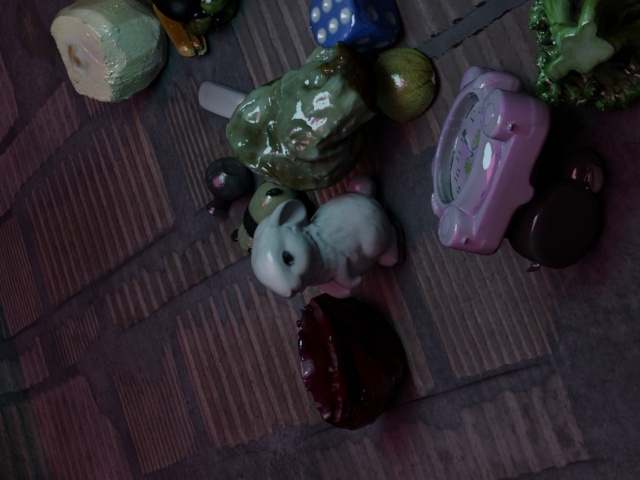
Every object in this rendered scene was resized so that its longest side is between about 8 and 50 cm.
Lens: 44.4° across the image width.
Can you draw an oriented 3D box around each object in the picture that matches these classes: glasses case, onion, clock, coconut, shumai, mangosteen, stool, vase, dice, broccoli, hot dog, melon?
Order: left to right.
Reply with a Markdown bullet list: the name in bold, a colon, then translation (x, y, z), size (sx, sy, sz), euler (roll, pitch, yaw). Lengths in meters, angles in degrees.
- **coconut**: translation (-0.566, -0.544, 2.153), size (0.297, 0.254, 0.297), euler (22, 130, 28)
- **hot dog**: translation (-0.375, -0.580, 2.083), size (0.235, 0.092, 0.062), euler (56, 149, 19)
- **mangosteen**: translation (-0.314, -0.629, 1.952), size (0.243, 0.243, 0.242), euler (8, 102, 42)
- **vase**: translation (-0.248, -0.132, 2.032), size (0.120, 0.120, 0.183), euler (57, 145, 21)
- **glasses case**: translation (-0.247, -0.360, 2.027), size (0.193, 0.049, 0.074), euler (26, 114, 39)
- **shumai**: translation (-0.019, -0.282, 1.605), size (0.263, 0.304, 0.309), euler (120, 150, -50)
- **dice**: translation (0.072, -0.466, 1.649), size (0.143, 0.146, 0.146), euler (-28, 73, 45)
- **onion**: translation (0.075, 0.260, 1.691), size (0.146, 0.280, 0.314), euler (-14, 87, 29)
- **melon**: translation (0.170, -0.328, 1.620), size (0.128, 0.079, 0.160), euler (-6, 92, 45)
- **clock**: translation (0.287, -0.158, 1.409), size (0.322, 0.114, 0.295), euler (-96, 20, -60)
- **stool**: translation (0.418, -0.054, 1.406), size (0.153, 0.228, 0.139), euler (53, 169, -31)
- **broccoli**: translation (0.451, -0.341, 1.252), size (0.265, 0.245, 0.294), euler (25, 140, 20)

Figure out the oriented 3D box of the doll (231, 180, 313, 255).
- **doll**: translation (-0.122, -0.056, 1.905), size (0.143, 0.135, 0.234), euler (56, 133, 24)

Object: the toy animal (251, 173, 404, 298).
- **toy animal**: translation (0.000, 0.000, 1.645), size (0.194, 0.357, 0.257), euler (-20, 81, 45)
